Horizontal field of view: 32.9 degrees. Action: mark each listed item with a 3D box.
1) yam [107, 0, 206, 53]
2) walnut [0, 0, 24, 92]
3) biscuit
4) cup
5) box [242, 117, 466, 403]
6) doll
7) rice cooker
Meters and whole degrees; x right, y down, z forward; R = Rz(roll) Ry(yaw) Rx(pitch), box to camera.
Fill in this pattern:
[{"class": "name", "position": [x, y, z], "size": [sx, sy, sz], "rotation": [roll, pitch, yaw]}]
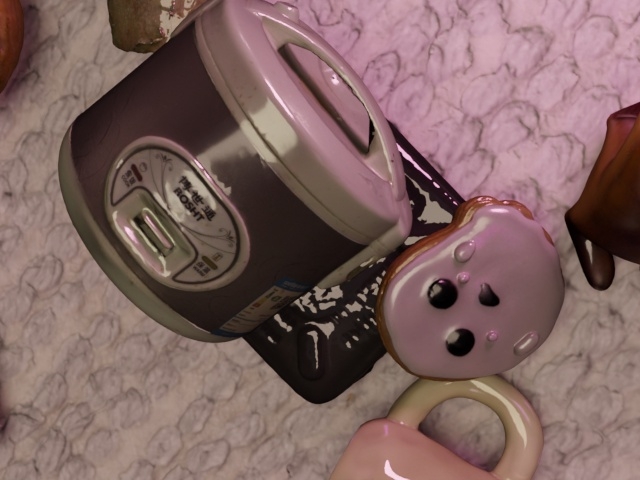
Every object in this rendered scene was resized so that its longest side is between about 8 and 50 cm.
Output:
[{"class": "yam", "position": [-0.153, -0.351, 1.134], "size": [0.168, 0.168, 0.304], "rotation": [0, 100, 16]}, {"class": "walnut", "position": [-0.439, -0.236, 1.228], "size": [0.213, 0.213, 0.213], "rotation": [3, 100, 16]}, {"class": "biscuit", "position": [0.159, 0.063, 1.124], "size": [0.208, 0.049, 0.181], "rotation": [-36, 108, 1]}, {"class": "cup", "position": [0.119, 0.268, 1.157], "size": [0.202, 0.173, 0.255], "rotation": [29, 107, 8]}, {"class": "box", "position": [0.000, 0.000, 1.196], "size": [0.290, 0.073, 0.289], "rotation": [-44, 86, 16]}, {"class": "doll", "position": [0.414, -0.043, 1.024], "size": [0.340, 0.209, 0.318], "rotation": [18, 136, 14]}, {"class": "rice cooker", "position": [-0.071, -0.068, 1.026], "size": [0.277, 0.288, 0.288], "rotation": [-34, 89, 17]}]
